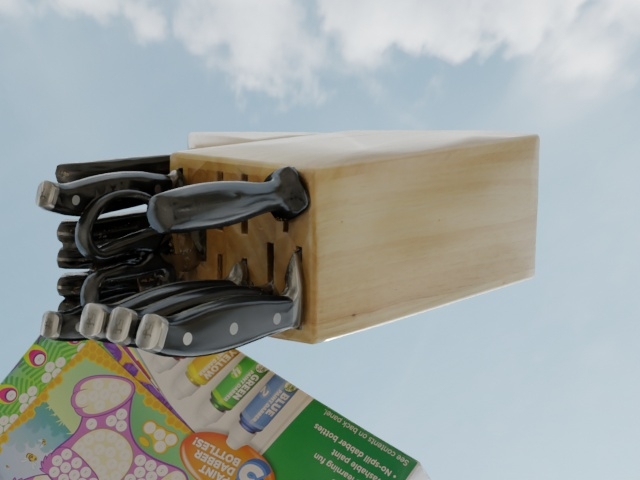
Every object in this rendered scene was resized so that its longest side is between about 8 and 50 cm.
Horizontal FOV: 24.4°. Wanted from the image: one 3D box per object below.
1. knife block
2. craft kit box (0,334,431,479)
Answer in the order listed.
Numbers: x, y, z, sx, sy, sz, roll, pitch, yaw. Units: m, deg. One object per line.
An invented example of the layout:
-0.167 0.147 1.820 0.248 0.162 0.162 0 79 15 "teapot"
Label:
0.000 0.000 0.746 0.275 0.242 0.088 0 -79 -7 "knife block"
-0.106 0.168 0.822 0.250 0.061 0.246 28 -105 29 "craft kit box"
